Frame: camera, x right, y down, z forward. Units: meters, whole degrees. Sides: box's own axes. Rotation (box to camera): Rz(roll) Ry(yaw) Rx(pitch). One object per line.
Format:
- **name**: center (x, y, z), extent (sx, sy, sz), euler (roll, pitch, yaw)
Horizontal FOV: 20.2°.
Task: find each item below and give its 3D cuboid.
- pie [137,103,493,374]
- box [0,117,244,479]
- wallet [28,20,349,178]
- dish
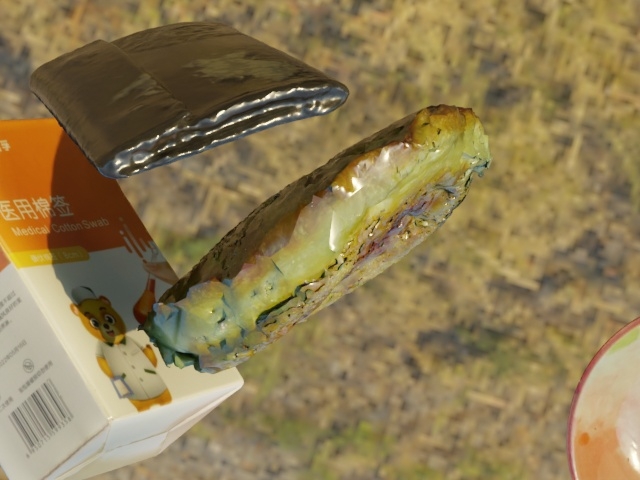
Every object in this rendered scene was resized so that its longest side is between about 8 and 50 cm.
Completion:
- **pie**: center (0.000, 0.000, 1.519), extent (0.354, 0.288, 0.103), euler (-37, 86, 40)
- **box**: center (-0.261, 0.051, 1.727), extent (0.143, 0.341, 0.225), euler (-39, 165, 28)
- **wallet**: center (-0.105, -0.111, 1.276), extent (0.170, 0.044, 0.321), euler (-16, -163, -13)
- **dish**: center (0.345, 0.168, 1.537), extent (0.260, 0.260, 0.085), euler (14, -166, 14)
